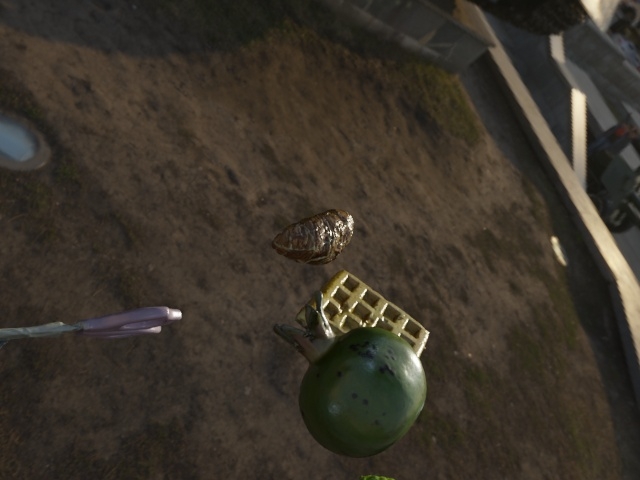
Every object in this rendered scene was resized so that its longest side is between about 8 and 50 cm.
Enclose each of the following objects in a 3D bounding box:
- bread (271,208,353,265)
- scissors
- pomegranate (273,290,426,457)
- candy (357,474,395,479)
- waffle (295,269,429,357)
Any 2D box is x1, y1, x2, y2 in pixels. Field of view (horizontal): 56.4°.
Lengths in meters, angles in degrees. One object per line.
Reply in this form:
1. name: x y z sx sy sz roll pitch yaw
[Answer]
1. bread: 0.000 0.000 1.131 0.076 0.105 0.233 39 31 24
2. scissors: -0.239 0.085 0.559 0.212 0.110 0.021 -2 72 -40
3. pomegranate: 0.036 0.180 0.815 0.224 0.181 0.181 50 35 4
4. candy: 0.156 0.469 1.027 0.209 0.097 0.097 14 43 -3
5. waffle: 0.093 0.172 1.197 0.248 0.055 0.221 36 27 6
